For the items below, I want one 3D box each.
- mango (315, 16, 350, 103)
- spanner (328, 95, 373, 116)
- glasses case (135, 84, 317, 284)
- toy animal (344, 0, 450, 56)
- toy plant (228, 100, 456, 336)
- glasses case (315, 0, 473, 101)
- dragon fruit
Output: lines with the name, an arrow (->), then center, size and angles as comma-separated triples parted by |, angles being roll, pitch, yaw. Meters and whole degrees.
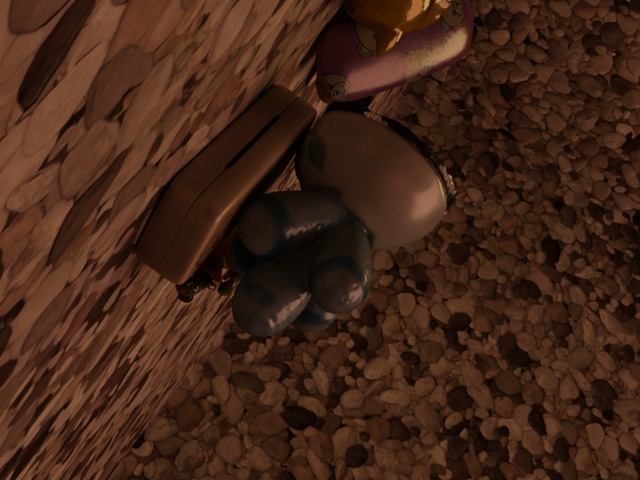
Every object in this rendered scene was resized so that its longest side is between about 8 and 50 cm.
mango -> 0.060, -0.307, 1.875 | 0.191, 0.085, 0.122 | -57, 179, -2
spanner -> 0.050, -0.245, 2.454 | 0.040, 0.095, 0.325 | -54, 178, -35
glasses case -> -0.117, -0.081, 1.526 | 0.144, 0.076, 0.336 | -57, 177, 38
toy animal -> 0.116, -0.359, 1.646 | 0.156, 0.156, 0.230 | -56, -179, 26
toy plant -> 0.000, 0.000, 1.556 | 0.332, 0.247, 0.247 | -50, 176, -21
glasses case -> 0.121, -0.307, 1.801 | 0.316, 0.076, 0.123 | -25, 120, -33
dragon fruit -> -0.165, 0.021, 1.806 | 0.175, 0.138, 0.142 | -35, 157, 9
